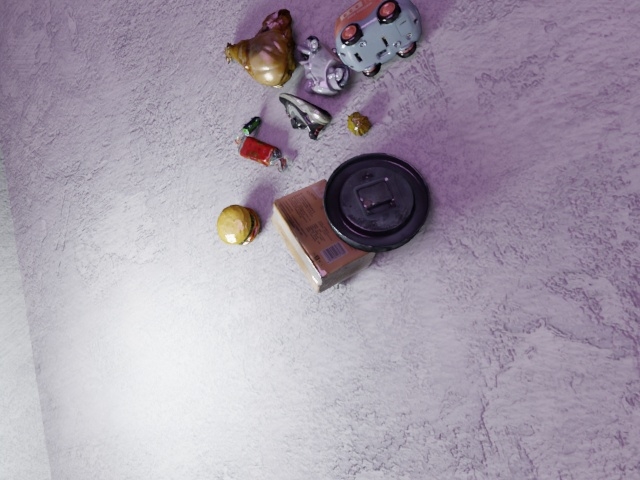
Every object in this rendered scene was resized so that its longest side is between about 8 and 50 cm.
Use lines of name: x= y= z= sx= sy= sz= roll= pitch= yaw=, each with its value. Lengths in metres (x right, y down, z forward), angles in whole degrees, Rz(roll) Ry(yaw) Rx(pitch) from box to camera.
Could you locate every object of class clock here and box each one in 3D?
clock: x=0.168 y=-0.117 z=1.348 sx=0.319 sy=0.066 sz=0.319 roll=-1 pitch=68 yaw=3

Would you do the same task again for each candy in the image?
candy: x=-0.230 y=-0.332 z=1.669 sx=0.292 sy=0.059 sz=0.086 roll=26 pitch=98 yaw=27

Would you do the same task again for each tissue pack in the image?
tissue pack: x=0.000 y=0.000 z=1.460 sx=0.238 sy=0.238 sz=0.305 roll=-42 pitch=68 yaw=20

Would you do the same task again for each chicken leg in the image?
chicken leg: x=-0.214 y=-0.721 z=1.652 sx=0.409 sy=0.182 sz=0.295 roll=26 pitch=90 yaw=44

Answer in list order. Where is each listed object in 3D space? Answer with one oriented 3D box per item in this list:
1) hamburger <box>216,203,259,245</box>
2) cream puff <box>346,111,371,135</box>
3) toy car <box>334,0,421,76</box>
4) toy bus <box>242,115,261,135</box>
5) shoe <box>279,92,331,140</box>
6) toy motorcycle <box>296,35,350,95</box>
hamburger: x=-0.308 y=-0.057 z=1.662 sx=0.162 sy=0.115 sz=0.162 roll=-3 pitch=83 yaw=27
cream puff: x=0.123 y=-0.386 z=1.476 sx=0.083 sy=0.058 sz=0.083 roll=-23 pitch=78 yaw=28
toy car: x=0.171 y=-0.677 z=1.405 sx=0.270 sy=0.180 sz=0.212 roll=-23 pitch=61 yaw=22
toy bus: x=-0.258 y=-0.435 z=1.684 sx=0.031 sy=0.037 sz=0.083 roll=20 pitch=56 yaw=29
shoe: x=-0.069 y=-0.439 z=1.571 sx=0.227 sy=0.099 sz=0.112 roll=32 pitch=109 yaw=26
toy motorcycle: x=-0.005 y=-0.585 z=1.540 sx=0.260 sy=0.110 sz=0.171 roll=53 pitch=123 yaw=26
